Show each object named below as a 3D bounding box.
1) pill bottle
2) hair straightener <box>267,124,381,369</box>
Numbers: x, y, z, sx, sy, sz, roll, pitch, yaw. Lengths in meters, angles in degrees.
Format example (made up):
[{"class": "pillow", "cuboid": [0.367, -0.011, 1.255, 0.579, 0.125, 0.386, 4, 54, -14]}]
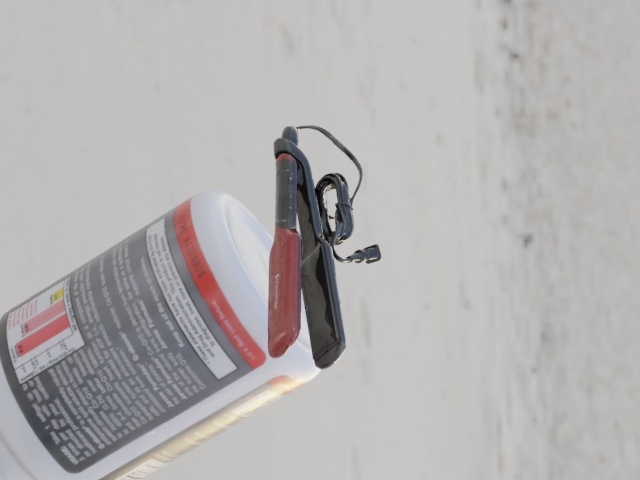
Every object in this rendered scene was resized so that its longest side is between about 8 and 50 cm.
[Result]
[{"class": "pill bottle", "cuboid": [-0.196, 0.124, 1.557, 0.210, 0.363, 0.210, 56, 11, -17]}, {"class": "hair straightener", "cuboid": [0.000, 0.000, 1.243, 0.047, 0.089, 0.230, -48, -145, 40]}]
